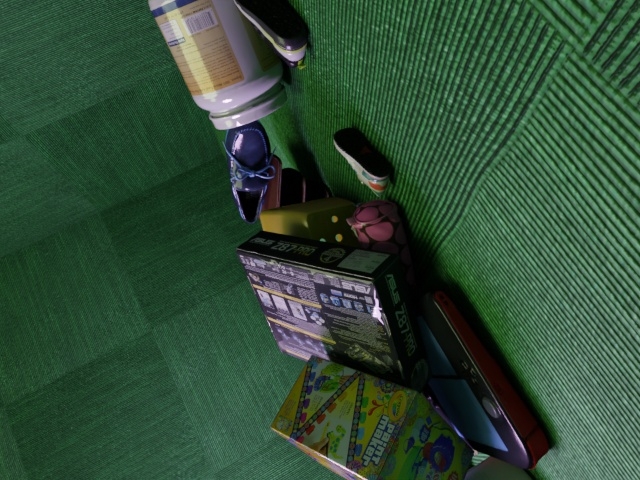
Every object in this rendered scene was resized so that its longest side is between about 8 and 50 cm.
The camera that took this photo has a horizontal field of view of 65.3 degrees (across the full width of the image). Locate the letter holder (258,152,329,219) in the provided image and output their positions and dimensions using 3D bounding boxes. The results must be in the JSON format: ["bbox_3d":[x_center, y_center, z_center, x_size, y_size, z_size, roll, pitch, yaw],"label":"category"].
[{"bbox_3d":[-0.088,-0.149,1.474,0.302,0.152,0.214,-146,56,-69],"label":"letter holder"}]

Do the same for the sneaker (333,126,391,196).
[{"bbox_3d":[0.074,-0.145,0.939,0.161,0.057,0.075,52,160,35],"label":"sneaker"}]

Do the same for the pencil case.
[{"bbox_3d":[0.127,0.020,1.000,0.095,0.098,0.209,46,162,58],"label":"pencil case"}]

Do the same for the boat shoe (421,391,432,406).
[{"bbox_3d":[0.236,0.346,1.326,0.302,0.091,0.114,54,157,37],"label":"boat shoe"}]

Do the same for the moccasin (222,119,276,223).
[{"bbox_3d":[-0.179,-0.178,1.352,0.341,0.138,0.116,91,166,-56],"label":"moccasin"}]

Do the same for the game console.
[{"bbox_3d":[0.261,0.273,1.007,0.341,0.060,0.386,55,166,8],"label":"game console"}]

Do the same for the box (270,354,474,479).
[{"bbox_3d":[0.110,0.409,1.023,0.279,0.177,0.290,7,147,45],"label":"box"}]

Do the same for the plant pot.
[{"bbox_3d":[0.000,0.000,1.230,0.187,0.213,0.212,-9,94,63],"label":"plant pot"}]

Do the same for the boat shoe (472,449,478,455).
[{"bbox_3d":[0.318,0.470,1.296,0.223,0.074,0.080,54,170,44],"label":"boat shoe"}]

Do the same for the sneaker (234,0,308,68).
[{"bbox_3d":[-0.101,-0.427,0.995,0.234,0.084,0.097,58,170,23],"label":"sneaker"}]

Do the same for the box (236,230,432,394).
[{"bbox_3d":[0.021,0.151,1.067,0.395,0.097,0.318,8,127,43],"label":"box"}]

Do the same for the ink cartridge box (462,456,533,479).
[{"bbox_3d":[0.434,0.628,0.984,0.309,0.130,0.271,46,162,57],"label":"ink cartridge box"}]

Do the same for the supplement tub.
[{"bbox_3d":[-0.221,-0.439,1.144,0.228,0.229,0.316,45,160,59],"label":"supplement tub"}]
